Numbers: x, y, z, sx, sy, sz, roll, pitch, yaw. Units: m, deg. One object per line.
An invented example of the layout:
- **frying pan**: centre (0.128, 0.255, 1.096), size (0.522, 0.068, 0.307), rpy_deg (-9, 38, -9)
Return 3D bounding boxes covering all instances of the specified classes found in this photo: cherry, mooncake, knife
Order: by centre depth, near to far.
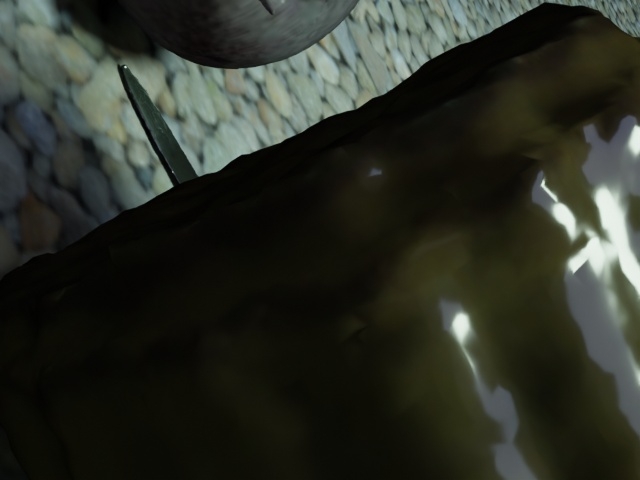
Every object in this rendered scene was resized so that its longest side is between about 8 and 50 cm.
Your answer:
- **mooncake**: centre (0.025, 0.038, 0.547), size (0.187, 0.324, 0.324), rpy_deg (65, 26, -6)
- **cherry**: centre (-0.051, -0.205, 0.752), size (0.266, 0.183, 0.213), rpy_deg (-57, 129, -73)
- **knife**: centre (-0.071, -0.025, 0.769), size (0.170, 0.010, 0.023), rpy_deg (61, 27, -11)
